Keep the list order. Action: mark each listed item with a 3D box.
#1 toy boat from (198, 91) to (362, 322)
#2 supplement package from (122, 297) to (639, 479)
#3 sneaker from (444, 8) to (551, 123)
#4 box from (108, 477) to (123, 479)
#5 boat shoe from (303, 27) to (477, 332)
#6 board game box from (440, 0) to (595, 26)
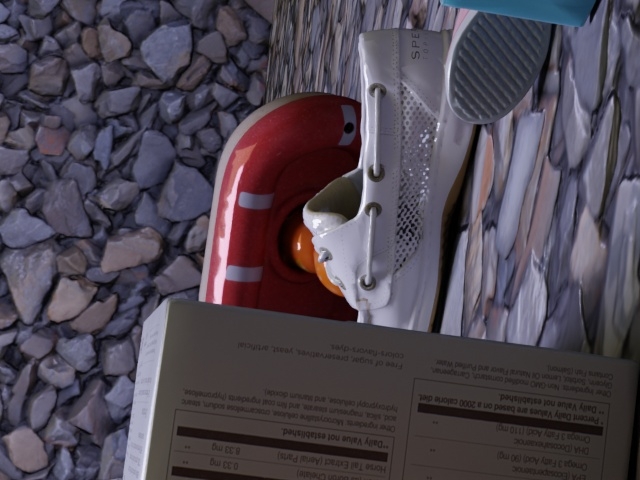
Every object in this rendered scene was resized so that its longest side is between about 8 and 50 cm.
[{"bbox_3d":[0.000,0.000,1.500,0.151,0.151,0.231,26,112,51],"label":"toy boat"},{"bbox_3d":[0.006,0.171,0.819,0.199,0.198,0.263,147,130,-81],"label":"supplement package"},{"bbox_3d":[0.100,-0.133,1.019,0.070,0.051,0.134,-94,17,-69],"label":"sneaker"},{"bbox_3d":[-0.081,0.341,1.252,0.076,0.242,0.308,-23,52,38],"label":"box"},{"bbox_3d":[0.035,-0.012,1.235,0.098,0.096,0.277,-99,17,-67],"label":"boat shoe"},{"bbox_3d":[0.126,-0.295,0.828,0.336,0.079,0.254,110,167,-61],"label":"board game box"}]
